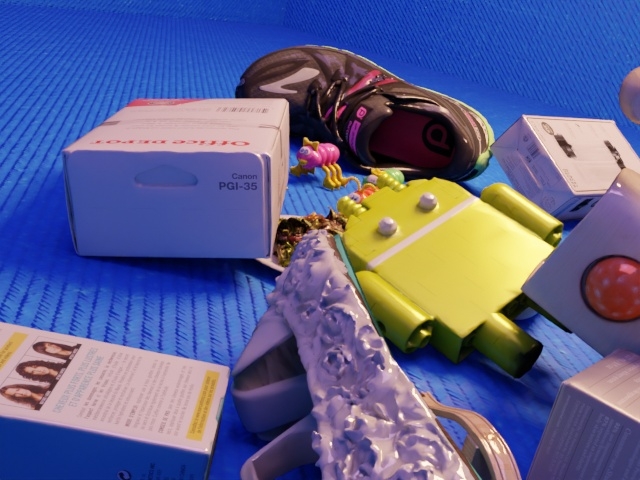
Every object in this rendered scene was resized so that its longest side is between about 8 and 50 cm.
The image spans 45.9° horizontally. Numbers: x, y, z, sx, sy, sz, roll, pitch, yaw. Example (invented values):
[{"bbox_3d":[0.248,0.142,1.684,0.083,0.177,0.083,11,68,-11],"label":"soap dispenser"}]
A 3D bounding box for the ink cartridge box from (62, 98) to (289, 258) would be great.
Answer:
[{"bbox_3d":[-0.146,-0.082,0.865,0.207,0.117,0.283,1,21,1],"label":"ink cartridge box"}]

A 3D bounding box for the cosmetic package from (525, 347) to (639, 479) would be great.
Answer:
[{"bbox_3d":[0.275,0.177,0.501,0.238,0.107,0.127,24,20,35],"label":"cosmetic package"}]

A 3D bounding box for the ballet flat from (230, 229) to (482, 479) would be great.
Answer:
[{"bbox_3d":[0.006,0.110,0.495,0.147,0.146,0.409,7,20,-15],"label":"ballet flat"}]

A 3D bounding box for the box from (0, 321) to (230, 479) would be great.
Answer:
[{"bbox_3d":[-0.186,0.105,0.473,0.244,0.060,0.100,12,20,-3],"label":"box"}]

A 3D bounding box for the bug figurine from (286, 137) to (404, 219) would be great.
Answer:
[{"bbox_3d":[0.013,-0.092,1.096,0.279,0.072,0.216,23,22,26],"label":"bug figurine"}]

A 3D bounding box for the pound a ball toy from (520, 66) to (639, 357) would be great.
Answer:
[{"bbox_3d":[0.316,0.034,0.608,0.319,0.208,0.136,41,31,11],"label":"pound a ball toy"}]

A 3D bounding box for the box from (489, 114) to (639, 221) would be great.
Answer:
[{"bbox_3d":[0.448,-0.125,1.318,0.290,0.087,0.169,-7,61,-40],"label":"box"}]

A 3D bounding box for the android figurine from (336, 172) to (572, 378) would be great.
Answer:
[{"bbox_3d":[0.134,0.019,0.782,0.248,0.056,0.273,-29,54,-28],"label":"android figurine"}]

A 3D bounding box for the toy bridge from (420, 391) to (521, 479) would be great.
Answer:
[{"bbox_3d":[0.104,0.156,0.507,0.026,0.063,0.188,5,21,-21],"label":"toy bridge"}]

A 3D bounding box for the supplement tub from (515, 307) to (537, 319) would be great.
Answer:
[{"bbox_3d":[0.236,0.044,0.872,0.071,0.071,0.107,22,23,22],"label":"supplement tub"}]

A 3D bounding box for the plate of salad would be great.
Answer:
[{"bbox_3d":[0.000,0.000,0.880,0.200,0.048,0.200,11,21,-4],"label":"plate of salad"}]

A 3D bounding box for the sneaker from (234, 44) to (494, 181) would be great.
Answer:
[{"bbox_3d":[0.068,-0.227,1.328,0.483,0.185,0.202,17,17,14],"label":"sneaker"}]
